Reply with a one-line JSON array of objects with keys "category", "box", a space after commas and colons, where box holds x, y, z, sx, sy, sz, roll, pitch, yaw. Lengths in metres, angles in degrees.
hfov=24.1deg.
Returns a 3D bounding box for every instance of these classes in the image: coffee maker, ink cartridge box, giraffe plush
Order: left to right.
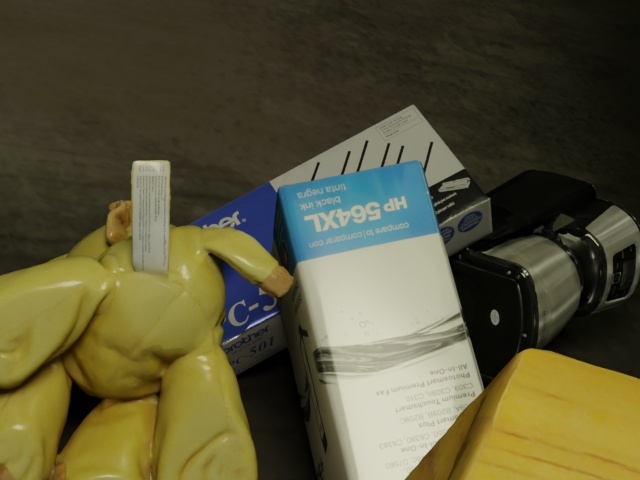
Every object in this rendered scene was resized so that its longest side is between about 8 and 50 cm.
[{"category": "giraffe plush", "box": [-0.115, 0.047, 0.862, 0.181, 0.210, 0.170, 17, 7, -10]}, {"category": "ink cartridge box", "box": [0.000, 0.000, 0.986, 0.207, 0.046, 0.097, -29, 56, -10]}, {"category": "ink cartridge box", "box": [0.034, 0.080, 0.843, 0.085, 0.148, 0.203, -10, 71, -8]}, {"category": "coffee maker", "box": [0.127, 0.012, 1.091, 0.171, 0.120, 0.178, 41, 36, 19]}]

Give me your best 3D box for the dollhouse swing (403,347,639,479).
[{"category": "dollhouse swing", "box": [0.072, 0.271, 0.531, 0.315, 0.347, 0.305, 17, 45, -16]}]
